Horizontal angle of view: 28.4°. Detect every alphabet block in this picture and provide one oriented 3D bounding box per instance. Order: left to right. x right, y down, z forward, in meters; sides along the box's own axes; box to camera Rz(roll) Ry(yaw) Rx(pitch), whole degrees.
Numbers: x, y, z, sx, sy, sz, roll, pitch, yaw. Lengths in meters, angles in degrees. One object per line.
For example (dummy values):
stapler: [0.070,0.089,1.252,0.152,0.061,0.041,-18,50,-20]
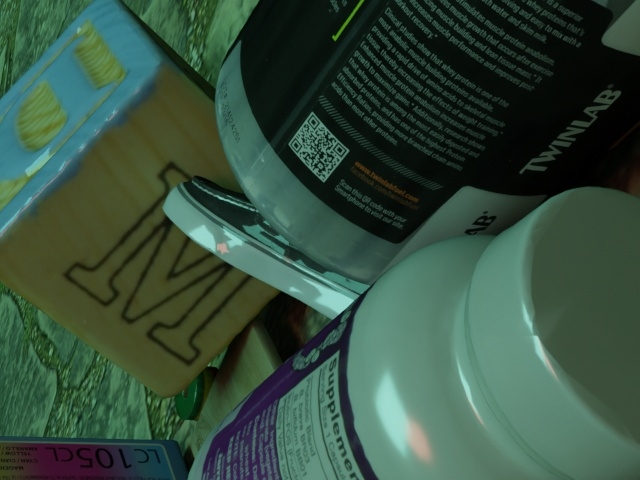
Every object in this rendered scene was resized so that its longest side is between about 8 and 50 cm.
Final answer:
alphabet block: [-0.138,-0.036,0.956,0.193,0.197,0.192,-44,33,5]

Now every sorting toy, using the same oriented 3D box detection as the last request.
sorting toy: [-0.039,0.149,0.932,0.132,0.046,0.274,-67,29,24]

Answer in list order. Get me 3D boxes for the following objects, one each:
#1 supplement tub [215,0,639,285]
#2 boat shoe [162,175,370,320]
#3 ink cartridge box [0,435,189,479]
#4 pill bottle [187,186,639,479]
supplement tub: [0.092,-0.129,0.610,0.316,0.193,0.194,-50,40,46]
boat shoe: [0.000,0.000,0.803,0.228,0.080,0.076,29,96,31]
ink cartridge box: [-0.202,0.327,0.946,0.395,0.270,0.151,-119,41,-51]
pill bottle: [0.062,0.100,0.619,0.301,0.169,0.169,-45,44,48]
